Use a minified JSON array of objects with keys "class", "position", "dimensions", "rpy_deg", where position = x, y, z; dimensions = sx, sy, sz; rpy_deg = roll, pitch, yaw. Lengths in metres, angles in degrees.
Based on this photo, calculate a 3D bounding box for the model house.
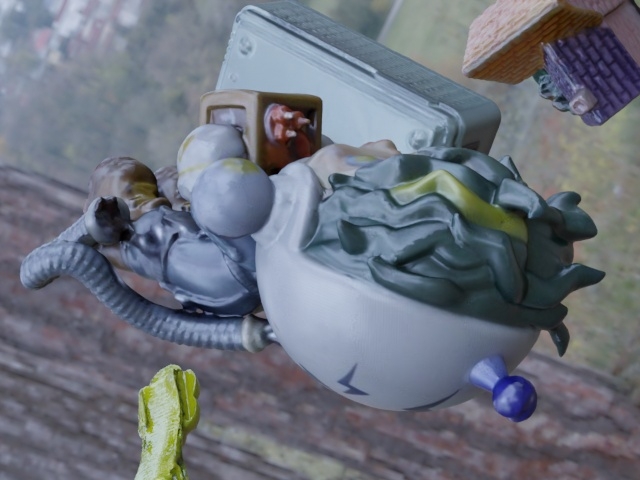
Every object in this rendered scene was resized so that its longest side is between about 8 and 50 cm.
[{"class":"model house","position":[0.335,-0.270,1.955],"dimensions":[0.202,0.237,0.237],"rpy_deg":[-30,6,38]}]

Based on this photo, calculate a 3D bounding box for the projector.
[{"class":"projector","position":[0.014,-0.084,1.251],"dimensions":[0.256,0.099,0.192],"rpy_deg":[31,119,25]}]

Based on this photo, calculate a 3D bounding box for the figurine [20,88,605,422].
[{"class":"figurine","position":[0.003,-0.002,0.909],"dimensions":[0.382,0.261,0.186],"rpy_deg":[15,108,43]}]

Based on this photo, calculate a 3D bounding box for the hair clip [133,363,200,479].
[{"class":"hair clip","position":[-0.145,0.182,1.293],"dimensions":[0.072,0.046,0.173],"rpy_deg":[-29,32,15]}]
